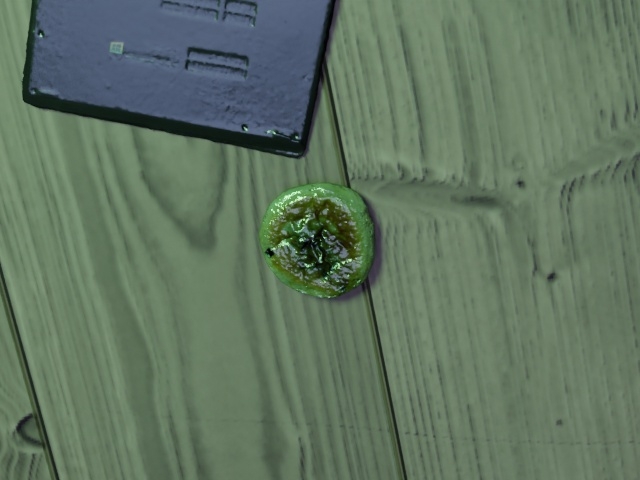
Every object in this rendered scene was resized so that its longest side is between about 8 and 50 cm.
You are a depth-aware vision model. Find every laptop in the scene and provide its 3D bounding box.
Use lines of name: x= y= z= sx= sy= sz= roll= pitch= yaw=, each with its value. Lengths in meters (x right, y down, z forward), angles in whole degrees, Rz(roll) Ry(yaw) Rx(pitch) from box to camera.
laptop: x=-0.094 y=-0.133 z=0.889 sx=0.197 sy=0.016 sz=0.135 roll=10 pitch=108 yaw=-1

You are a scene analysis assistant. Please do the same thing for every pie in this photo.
pie: x=-0.001 y=0.001 z=0.923 sx=0.084 sy=0.021 sz=0.084 roll=1 pitch=106 yaw=2
